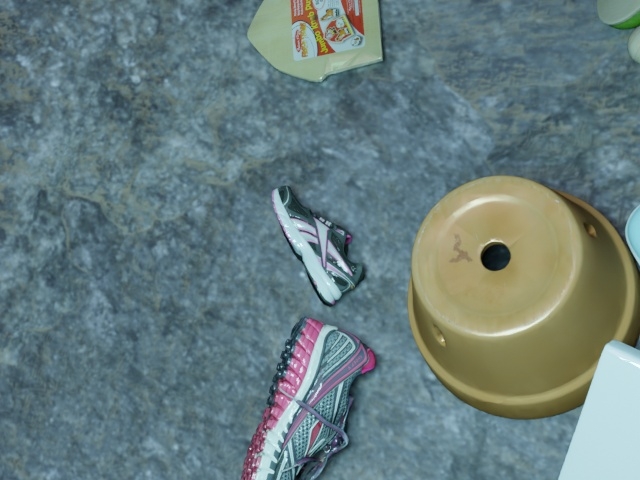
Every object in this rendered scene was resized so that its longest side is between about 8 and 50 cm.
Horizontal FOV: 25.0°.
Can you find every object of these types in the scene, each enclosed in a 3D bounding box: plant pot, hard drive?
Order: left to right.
[{"bbox_3d":[0.229,0.051,1.721,0.291,0.203,0.291,-6,69,16],"label":"plant pot"},{"bbox_3d":[0.431,0.264,1.608,0.307,0.040,0.203,25,113,26],"label":"hard drive"}]

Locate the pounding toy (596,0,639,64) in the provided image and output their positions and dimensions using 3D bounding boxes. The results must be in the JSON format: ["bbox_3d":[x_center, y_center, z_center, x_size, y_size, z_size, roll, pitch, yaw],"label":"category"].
[{"bbox_3d":[0.454,-0.320,1.825,0.183,0.110,0.237,-55,20,28],"label":"pounding toy"}]

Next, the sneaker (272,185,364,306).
[{"bbox_3d":[0.000,0.000,1.906,0.077,0.072,0.178,-28,71,-5],"label":"sneaker"}]

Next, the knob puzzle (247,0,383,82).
[{"bbox_3d":[-0.008,-0.305,2.034,0.213,0.030,0.213,-6,69,17],"label":"knob puzzle"}]

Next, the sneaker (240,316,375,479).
[{"bbox_3d":[-0.024,0.250,1.790,0.112,0.121,0.299,21,85,-6],"label":"sneaker"}]

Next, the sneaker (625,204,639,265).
[{"bbox_3d":[0.466,0.035,1.631,0.135,0.150,0.366,-52,44,3],"label":"sneaker"}]
